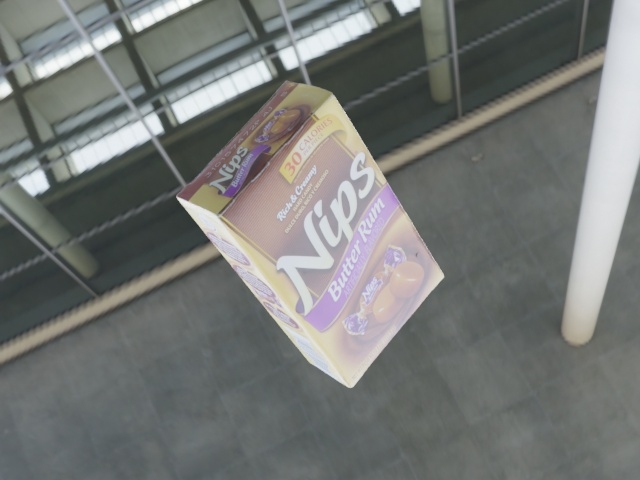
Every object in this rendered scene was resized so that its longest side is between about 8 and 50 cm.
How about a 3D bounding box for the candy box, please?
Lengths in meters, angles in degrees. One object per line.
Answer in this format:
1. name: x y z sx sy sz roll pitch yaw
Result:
1. candy box: 0.000 0.000 0.672 0.109 0.186 0.053 -49 -140 -16
